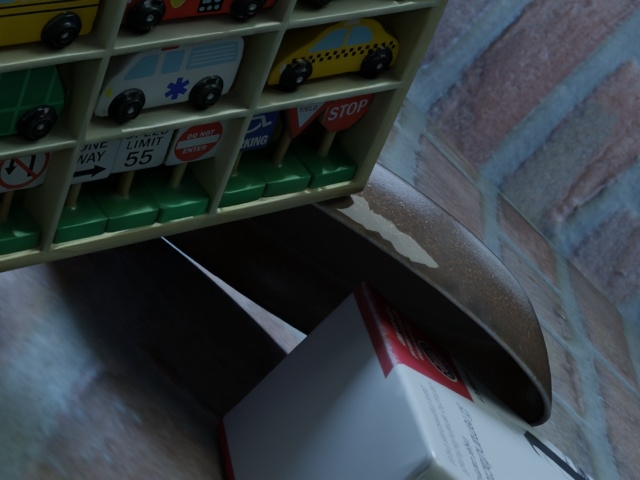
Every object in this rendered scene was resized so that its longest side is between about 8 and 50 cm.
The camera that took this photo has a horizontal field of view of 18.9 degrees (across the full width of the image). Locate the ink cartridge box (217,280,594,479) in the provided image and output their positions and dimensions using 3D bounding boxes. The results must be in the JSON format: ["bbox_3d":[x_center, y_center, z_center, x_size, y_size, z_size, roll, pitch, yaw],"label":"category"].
[{"bbox_3d":[0.092,0.174,0.933,0.273,0.114,0.197,42,11,-21],"label":"ink cartridge box"}]

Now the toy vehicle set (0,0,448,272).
[{"bbox_3d":[-0.066,-0.069,0.782,0.267,0.166,0.035,-14,51,-37],"label":"toy vehicle set"}]

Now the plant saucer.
[{"bbox_3d":[0.000,0.000,1.050,0.310,0.050,0.310,31,-12,7],"label":"plant saucer"}]
